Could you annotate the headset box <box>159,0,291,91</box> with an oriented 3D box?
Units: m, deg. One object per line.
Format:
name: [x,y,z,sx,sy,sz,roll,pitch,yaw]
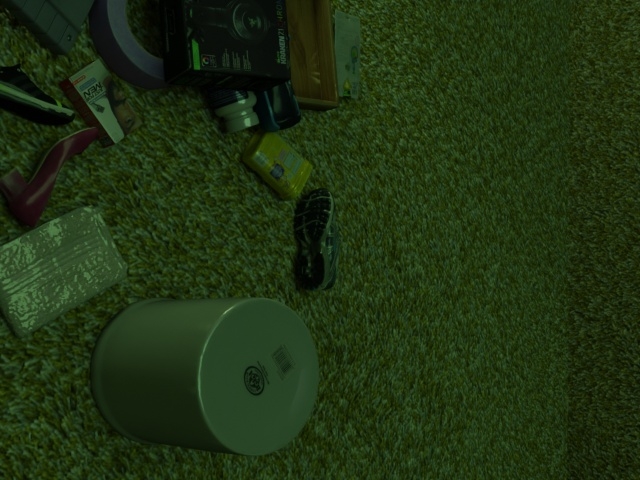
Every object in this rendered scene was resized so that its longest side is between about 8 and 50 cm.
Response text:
headset box: [-0.226,-0.480,1.715,0.283,0.131,0.246,-2,86,-35]

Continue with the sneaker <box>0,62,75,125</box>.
sneaker: [-0.598,-0.308,1.516,0.235,0.084,0.097,20,70,-40]

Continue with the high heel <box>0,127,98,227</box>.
high heel: [-0.534,-0.135,1.550,0.244,0.082,0.117,-43,107,-34]

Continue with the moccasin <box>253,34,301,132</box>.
moccasin: [-0.137,-0.445,1.928,0.117,0.138,0.341,-14,94,-32]

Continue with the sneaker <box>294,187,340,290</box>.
sneaker: [0.000,0.000,2.053,0.122,0.110,0.282,18,74,-59]

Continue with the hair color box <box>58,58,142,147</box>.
hair color box: [-0.478,-0.299,1.650,0.093,0.053,0.167,-50,119,-36]

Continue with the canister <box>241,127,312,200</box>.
canister: [-0.113,-0.203,1.971,0.170,0.073,0.126,42,58,-30]

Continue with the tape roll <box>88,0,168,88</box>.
tape roll: [-0.385,-0.493,1.737,0.275,0.090,0.274,7,79,-42]

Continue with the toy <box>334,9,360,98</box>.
toy: [0.061,-0.532,2.185,0.137,0.056,0.237,-8,97,-57]

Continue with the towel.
towel: [-0.540,0.056,1.550,0.282,0.049,0.187,-36,109,-40]

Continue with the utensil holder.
utensil holder: [-0.242,0.276,1.573,0.328,0.386,0.327,6,81,-42]

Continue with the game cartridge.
game cartridge: [-0.533,-0.596,1.560,0.230,0.068,0.354,53,52,-61]

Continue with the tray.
tray: [-0.060,-0.570,2.068,0.203,0.076,0.410,-3,87,-44]

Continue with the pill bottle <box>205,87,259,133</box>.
pill bottle: [-0.220,-0.364,1.862,0.112,0.112,0.186,-28,104,-42]
